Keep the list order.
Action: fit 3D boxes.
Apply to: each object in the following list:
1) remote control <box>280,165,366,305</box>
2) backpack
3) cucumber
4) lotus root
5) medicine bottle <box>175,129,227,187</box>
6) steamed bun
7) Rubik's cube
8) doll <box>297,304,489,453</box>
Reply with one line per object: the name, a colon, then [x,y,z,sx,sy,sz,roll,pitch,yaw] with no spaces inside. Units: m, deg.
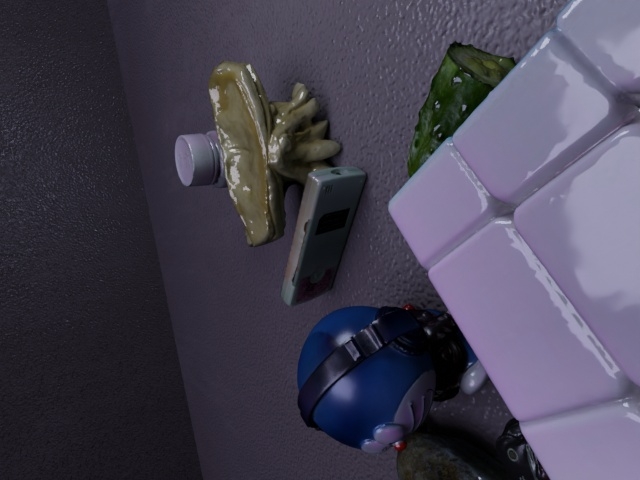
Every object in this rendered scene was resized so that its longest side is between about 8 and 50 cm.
remote control: [-0.001,-0.001,0.912,0.050,0.145,0.344,41,130,33]
backpack: [0.337,0.316,0.584,0.165,0.105,0.120,-41,70,48]
cucumber: [0.197,-0.161,0.623,0.134,0.134,0.245,55,142,27]
lotus root: [0.246,0.441,0.692,0.349,0.174,0.175,21,117,52]
medicine bottle: [-0.240,-0.218,1.072,0.151,0.254,0.152,18,113,49]
steamed bun: [-0.098,-0.213,0.936,0.247,0.189,0.429,-3,103,50]
Rubik's cube: [0.315,-0.014,0.339,0.319,0.321,0.316,63,143,21]
doll: [0.106,0.222,0.695,0.240,0.309,0.284,52,137,33]
